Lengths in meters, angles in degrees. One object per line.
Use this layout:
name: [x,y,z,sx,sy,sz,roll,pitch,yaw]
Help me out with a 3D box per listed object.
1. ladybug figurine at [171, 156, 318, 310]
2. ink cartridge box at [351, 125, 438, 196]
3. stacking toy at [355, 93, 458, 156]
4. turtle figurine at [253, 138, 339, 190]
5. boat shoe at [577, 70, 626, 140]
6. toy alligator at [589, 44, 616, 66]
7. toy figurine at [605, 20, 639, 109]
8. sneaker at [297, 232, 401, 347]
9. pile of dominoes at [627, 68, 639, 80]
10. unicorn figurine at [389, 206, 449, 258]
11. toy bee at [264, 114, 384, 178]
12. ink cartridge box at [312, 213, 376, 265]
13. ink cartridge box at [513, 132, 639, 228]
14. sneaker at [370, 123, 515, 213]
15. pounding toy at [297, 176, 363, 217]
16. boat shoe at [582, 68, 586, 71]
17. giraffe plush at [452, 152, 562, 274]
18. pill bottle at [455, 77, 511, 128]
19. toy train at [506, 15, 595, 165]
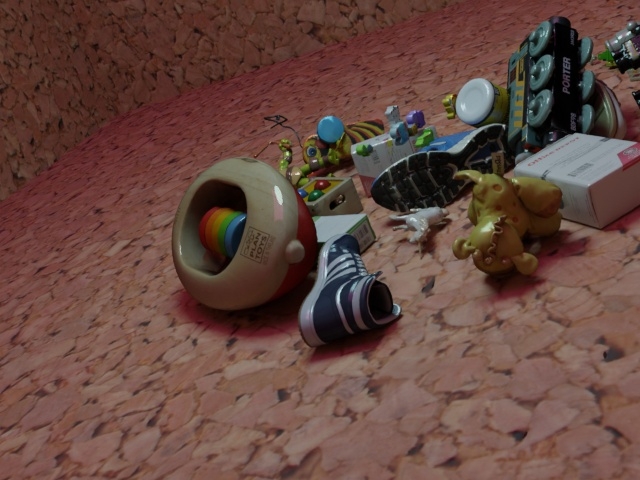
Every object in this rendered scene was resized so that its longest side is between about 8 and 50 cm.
ladybug figurine: [-0.144,-0.006,1.797,0.162,0.305,0.449,18,3,-34]
ink cartridge box: [0.180,-0.190,2.067,0.198,0.115,0.067,-18,21,9]
stacking toy: [0.190,-0.250,1.964,0.167,0.052,0.221,-6,26,36]
turtle figurine: [-0.064,-0.143,2.230,0.217,0.087,0.270,-8,52,20]
boat shoe: [0.575,-0.285,1.892,0.103,0.113,0.302,15,33,-21]
toy alligator: [0.730,-0.461,2.246,0.051,0.056,0.189,-5,7,-9]
toy figurine: [0.682,-0.347,1.807,0.148,0.213,0.209,-28,14,21]
sneaker: [0.069,0.071,1.575,0.153,0.099,0.282,-17,28,27]
pile of dominoes: [0.824,-0.452,2.150,0.196,0.040,0.251,-14,22,21]
unicorn figurine: [0.192,-0.033,1.758,0.111,0.060,0.162,2,32,48]
toy bee: [0.016,-0.235,2.344,0.298,0.162,0.195,0,-3,20]
ink cartridge box: [0.000,0.000,1.867,0.209,0.062,0.109,-1,31,45]
ink cartridge box: [0.476,-0.112,1.617,0.158,0.092,0.218,-29,24,-15]
sneaker: [0.251,-0.148,1.922,0.330,0.130,0.147,-22,10,-17]
pounding toy: [-0.008,-0.098,2.065,0.181,0.094,0.206,-37,26,-32]
boat shoe: [0.564,-0.392,2.219,0.190,0.072,0.068,-10,25,31]
giraffe plush: [0.303,-0.016,1.499,0.181,0.210,0.170,-5,56,31]
pill bottle: [0.392,-0.284,1.992,0.184,0.103,0.103,13,-6,-40]
toy train: [0.462,-0.296,1.850,0.190,0.142,0.334,129,153,-58]
